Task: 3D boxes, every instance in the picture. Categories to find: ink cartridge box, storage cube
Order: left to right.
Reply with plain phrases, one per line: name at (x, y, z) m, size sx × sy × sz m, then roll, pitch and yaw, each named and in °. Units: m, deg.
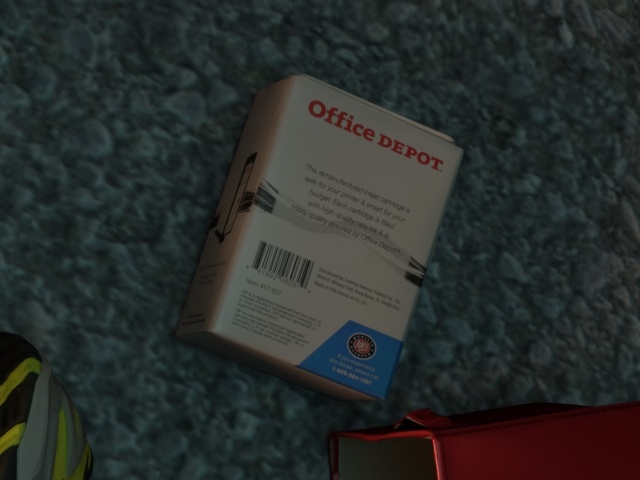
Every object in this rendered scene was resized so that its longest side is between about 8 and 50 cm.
ink cartridge box at (0.000, 0.000, 1.472) m, size 0.148 × 0.086 × 0.203 m, roll 23°, pitch 76°, yaw -19°
storage cube at (0.136, 0.221, 1.456) m, size 0.193 × 0.183 × 0.215 m, roll -7°, pitch 87°, yaw -24°

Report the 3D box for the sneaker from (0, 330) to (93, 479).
sneaker at (-0.226, 0.255, 1.282) m, size 0.147 × 0.145 × 0.385 m, roll 51°, pitch 49°, yaw -48°
